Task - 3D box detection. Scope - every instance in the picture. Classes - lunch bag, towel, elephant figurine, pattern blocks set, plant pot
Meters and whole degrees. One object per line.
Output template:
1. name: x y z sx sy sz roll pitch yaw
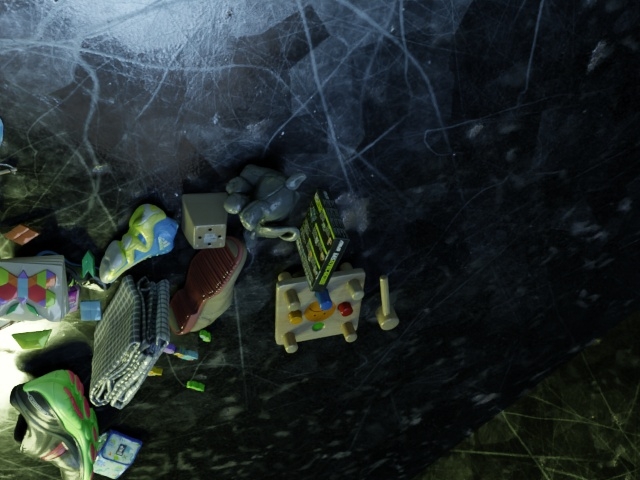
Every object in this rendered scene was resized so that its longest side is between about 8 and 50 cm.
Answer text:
1. lunch bag: -0.685 0.699 2.025 0.151 0.096 0.129 -47 128 6
2. towel: -0.491 0.251 1.555 0.121 0.235 0.284 21 122 -29
3. elephant figurine: -0.117 -0.066 1.468 0.169 0.186 0.239 -54 149 -14
4. pattern blocks set: -0.666 0.108 1.380 0.324 0.026 0.286 -12 101 -6
5. plant pot: -0.268 -0.040 1.452 0.109 0.096 0.109 -4 133 -18

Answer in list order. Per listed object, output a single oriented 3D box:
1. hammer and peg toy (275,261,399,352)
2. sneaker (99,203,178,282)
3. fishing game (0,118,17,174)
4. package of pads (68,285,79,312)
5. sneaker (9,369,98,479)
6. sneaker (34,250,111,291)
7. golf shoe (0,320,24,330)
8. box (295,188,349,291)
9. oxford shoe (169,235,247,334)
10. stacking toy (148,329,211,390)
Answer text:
1. hammer and peg toy: 0.047 0.178 1.770 0.361 0.127 0.266 -9 133 -13
2. sneaker: -0.423 0.026 1.460 0.126 0.091 0.240 23 120 -38
3. fishing game: -0.705 -0.208 1.158 0.189 0.041 0.264 -13 136 -13
4. package of pads: -0.631 0.148 1.531 0.050 0.032 0.083 -27 150 -46
5. sneaker: -0.780 0.565 1.808 0.202 0.185 0.483 -5 123 -7
6. sneaker: -0.593 0.089 1.465 0.067 0.078 0.188 -43 133 21
7. golf shoe: -0.765 0.183 1.471 0.272 0.105 0.120 -34 148 9
8. box: 0.000 0.000 1.528 0.045 0.191 0.184 8 129 -24
9. oxford shoe: -0.275 0.112 1.604 0.130 0.123 0.348 0 142 -47
10. stacking toy: -0.395 0.310 1.699 0.052 0.167 0.221 -13 148 32
